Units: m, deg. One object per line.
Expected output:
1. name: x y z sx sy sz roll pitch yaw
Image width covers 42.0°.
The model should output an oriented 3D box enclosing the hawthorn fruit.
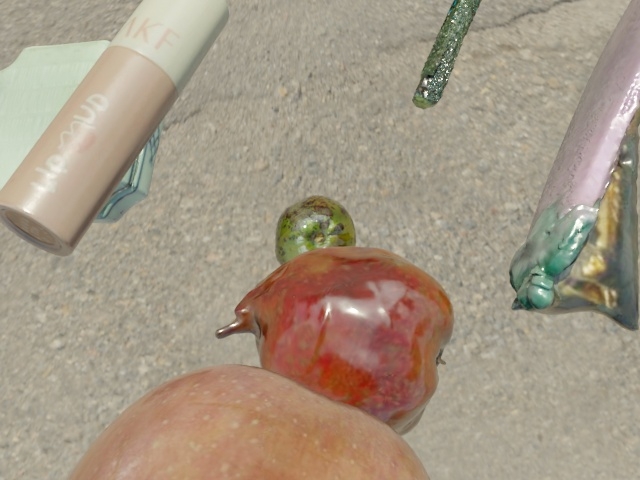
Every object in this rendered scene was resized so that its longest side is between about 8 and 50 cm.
1. hawthorn fruit: 0.013 0.103 0.896 0.248 0.208 0.208 12 112 -9

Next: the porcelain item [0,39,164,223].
1. porcelain item: -0.408 -0.172 1.374 0.286 0.281 0.157 -1 159 22

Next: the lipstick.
1. lipstick: -0.163 -0.109 0.678 0.070 0.070 0.254 36 65 -16

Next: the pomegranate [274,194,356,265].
1. pomegranate: 0.007 -0.002 1.288 0.125 0.163 0.138 -14 86 44

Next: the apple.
1. apple: -0.043 0.219 0.590 0.306 0.306 0.235 26 71 -13

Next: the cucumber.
1. cucumber: 0.200 -0.313 1.276 0.044 0.043 0.256 37 68 -32

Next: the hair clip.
1. hair clip: 0.222 -0.097 0.612 0.096 0.358 0.110 10 160 29
